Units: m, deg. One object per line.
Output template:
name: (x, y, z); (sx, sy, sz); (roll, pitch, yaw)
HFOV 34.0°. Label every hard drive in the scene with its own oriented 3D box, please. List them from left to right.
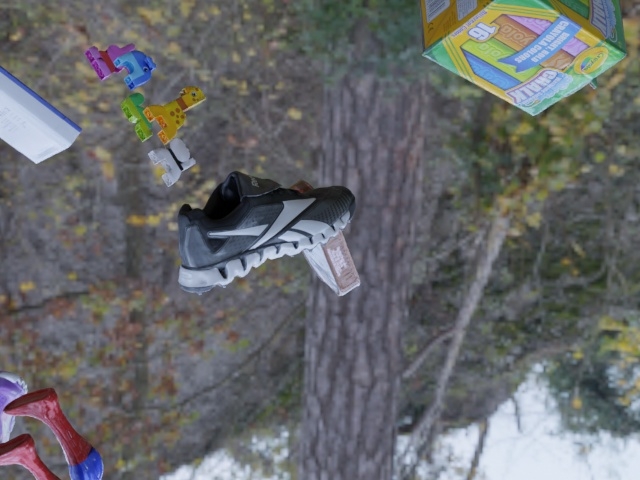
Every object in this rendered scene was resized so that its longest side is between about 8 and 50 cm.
hard drive: (-0.517, -0.236, 1.544); (0.319, 0.040, 0.210); (39, 160, -21)

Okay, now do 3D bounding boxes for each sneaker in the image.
sneaker: (-0.511, 0.280, 1.608); (0.095, 0.104, 0.236); (13, 142, -12)
sneaker: (-0.058, -0.032, 1.131); (0.234, 0.106, 0.078); (-24, -156, -31)

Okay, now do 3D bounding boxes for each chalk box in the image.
chalk box: (0.301, -0.310, 1.460); (0.289, 0.180, 0.179); (21, 144, -31)

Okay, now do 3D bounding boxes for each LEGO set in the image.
LEGO set: (-0.229, -0.205, 1.513); (0.093, 0.227, 0.087); (-34, -174, -34)

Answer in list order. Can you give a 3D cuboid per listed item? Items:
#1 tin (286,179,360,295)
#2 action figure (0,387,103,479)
tin: (0.000, 0.000, 1.420); (0.040, 0.189, 0.106); (-37, -135, -15)
action figure: (-0.196, 0.257, 0.830); (0.139, 0.280, 0.091); (-21, -155, 20)
